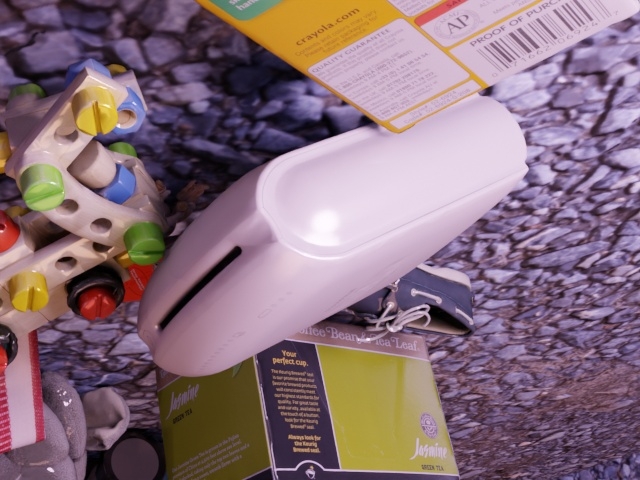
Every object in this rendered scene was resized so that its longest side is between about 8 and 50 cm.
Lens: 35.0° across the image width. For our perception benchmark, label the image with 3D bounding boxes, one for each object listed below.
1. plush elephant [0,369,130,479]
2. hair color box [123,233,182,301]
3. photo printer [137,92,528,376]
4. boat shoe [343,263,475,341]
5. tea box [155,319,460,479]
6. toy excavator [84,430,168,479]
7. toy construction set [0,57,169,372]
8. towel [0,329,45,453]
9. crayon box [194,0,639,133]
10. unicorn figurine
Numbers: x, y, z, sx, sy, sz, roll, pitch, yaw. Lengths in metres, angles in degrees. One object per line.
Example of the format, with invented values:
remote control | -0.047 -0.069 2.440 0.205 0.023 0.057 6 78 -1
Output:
plush elephant | -0.390 0.288 1.317 0.330 0.272 0.255 38 175 -19
hair color box | -0.170 0.028 0.972 0.141 0.043 0.072 -8 -164 37
photo printer | 0.000 0.000 0.854 0.307 0.107 0.256 -24 168 -41
boat shoe | 0.091 0.074 1.202 0.095 0.079 0.254 -30 151 36
tea box | -0.009 0.289 1.332 0.329 0.323 0.220 14 145 -40
toy excavator | -0.198 0.474 1.727 0.445 0.433 0.222 30 141 -14
toy construction set | -0.260 -0.011 0.789 0.327 0.151 0.215 -16 142 12
towel | -0.426 0.128 0.944 0.329 0.037 0.237 -9 114 -28
crayon box | 0.039 -0.194 0.621 0.203 0.083 0.323 -25 152 28
unicorn figurine | -0.186 -0.012 0.935 0.162 0.060 0.111 -5 166 -26
